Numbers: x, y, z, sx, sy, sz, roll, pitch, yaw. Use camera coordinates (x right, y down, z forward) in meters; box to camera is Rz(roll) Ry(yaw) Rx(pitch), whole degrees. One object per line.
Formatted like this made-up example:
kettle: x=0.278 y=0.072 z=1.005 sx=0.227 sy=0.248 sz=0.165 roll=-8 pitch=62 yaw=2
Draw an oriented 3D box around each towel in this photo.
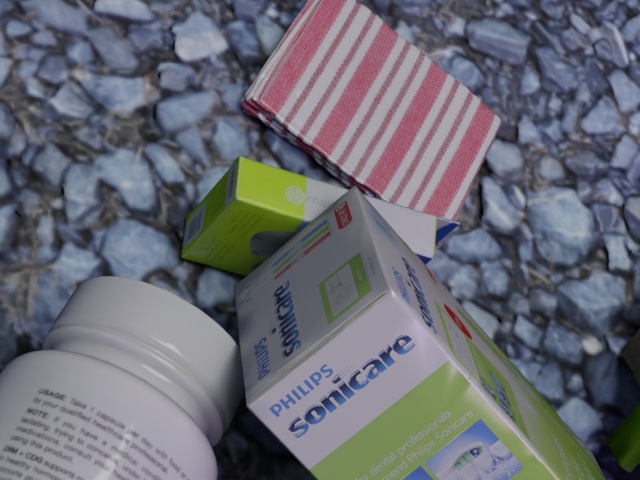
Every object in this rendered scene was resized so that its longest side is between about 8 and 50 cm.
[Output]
towel: x=0.045 y=-0.100 z=1.376 sx=0.197 sy=0.029 sz=0.144 roll=38 pitch=59 yaw=-11

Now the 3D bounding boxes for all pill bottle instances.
pill bottle: x=-0.163 y=0.171 z=1.084 sx=0.160 sy=0.160 sz=0.283 roll=34 pitch=59 yaw=-10

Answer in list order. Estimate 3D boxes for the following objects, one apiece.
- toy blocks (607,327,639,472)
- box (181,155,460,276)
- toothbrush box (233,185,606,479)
toy blocks: x=0.383 y=0.167 z=1.289 sx=0.261 sy=0.381 sz=0.191 roll=35 pitch=102 yaw=-12
box: x=0.000 y=0.000 z=1.263 sx=0.178 sy=0.109 sz=0.042 roll=17 pitch=59 yaw=-20
toothbrush box: x=0.078 y=0.128 z=1.149 sx=0.122 sy=0.206 sz=0.283 roll=-40 pitch=107 yaw=9
